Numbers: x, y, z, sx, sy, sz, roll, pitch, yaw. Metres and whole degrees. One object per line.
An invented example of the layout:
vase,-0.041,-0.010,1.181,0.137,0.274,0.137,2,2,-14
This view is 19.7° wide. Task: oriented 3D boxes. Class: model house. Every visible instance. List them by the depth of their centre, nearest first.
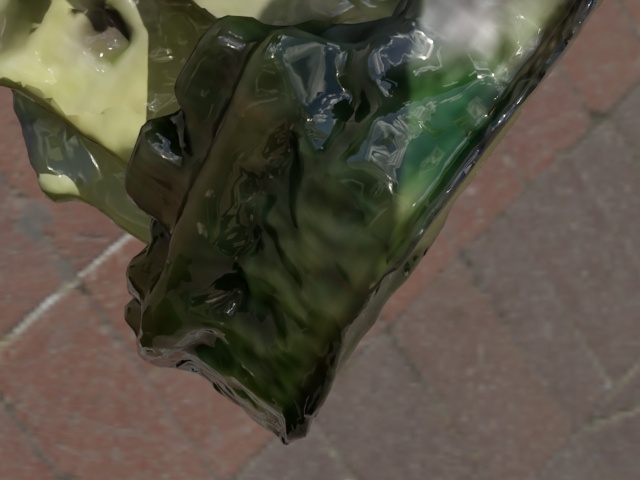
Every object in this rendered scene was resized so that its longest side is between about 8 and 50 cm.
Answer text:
model house,-0.023,-0.130,0.608,0.266,0.261,0.321,37,107,6
